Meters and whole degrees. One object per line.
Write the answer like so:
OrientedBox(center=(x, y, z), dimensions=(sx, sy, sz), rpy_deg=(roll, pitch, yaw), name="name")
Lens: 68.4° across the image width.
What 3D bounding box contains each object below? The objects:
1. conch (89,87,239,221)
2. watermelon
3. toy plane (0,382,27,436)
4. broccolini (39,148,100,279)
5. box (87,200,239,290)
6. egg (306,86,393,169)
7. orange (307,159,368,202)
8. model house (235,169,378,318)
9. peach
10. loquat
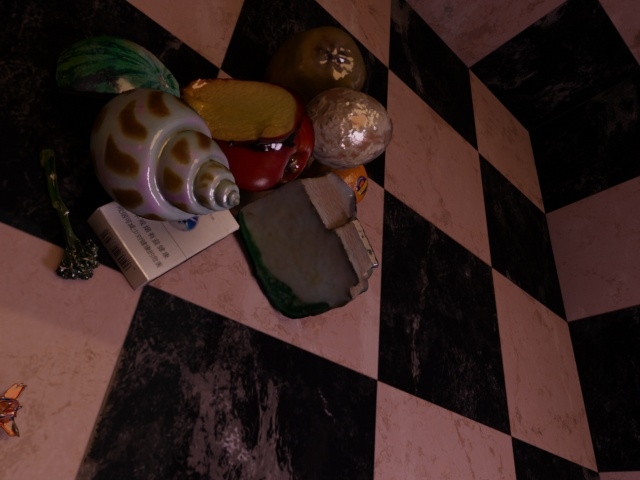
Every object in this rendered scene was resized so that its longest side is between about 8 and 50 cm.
OrientedBox(center=(-0.277, -0.153, 0.859), dimensions=(0.368, 0.197, 0.249), rpy_deg=(49, 38, 11), name="conch")
OrientedBox(center=(-0.405, -0.325, 0.928), dimensions=(0.231, 0.128, 0.146), rpy_deg=(4, 28, -4), name="watermelon")
OrientedBox(center=(-0.507, 0.233, 0.633), dimensions=(0.188, 0.062, 0.135), rpy_deg=(4, 65, -29), name="toy plane")
OrientedBox(center=(-0.453, -0.051, 0.840), dimensions=(0.071, 0.057, 0.255), rpy_deg=(77, -4, -83), name="broccolini")
OrientedBox(center=(-0.309, -0.033, 0.962), dimensions=(0.164, 0.069, 0.256), rpy_deg=(57, 42, -4), name="box")
OrientedBox(center=(0.063, -0.281, 1.186), dimensions=(0.245, 0.203, 0.203), rpy_deg=(0, 64, -8), name="egg")
OrientedBox(center=(0.048, -0.169, 1.327), dimensions=(0.177, 0.155, 0.178), rpy_deg=(16, 58, -26), name="orange")
OrientedBox(center=(0.002, -0.002, 1.145), dimensions=(0.284, 0.243, 0.299), rpy_deg=(-30, 95, -57), name="model house")
OrientedBox(center=(-0.181, -0.234, 1.091), dimensions=(0.361, 0.201, 0.258), rpy_deg=(25, 52, 19), name="peach")
OrientedBox(center=(-0.019, -0.460, 1.324), dimensions=(0.275, 0.284, 0.276), rpy_deg=(4, 78, -22), name="loquat")
